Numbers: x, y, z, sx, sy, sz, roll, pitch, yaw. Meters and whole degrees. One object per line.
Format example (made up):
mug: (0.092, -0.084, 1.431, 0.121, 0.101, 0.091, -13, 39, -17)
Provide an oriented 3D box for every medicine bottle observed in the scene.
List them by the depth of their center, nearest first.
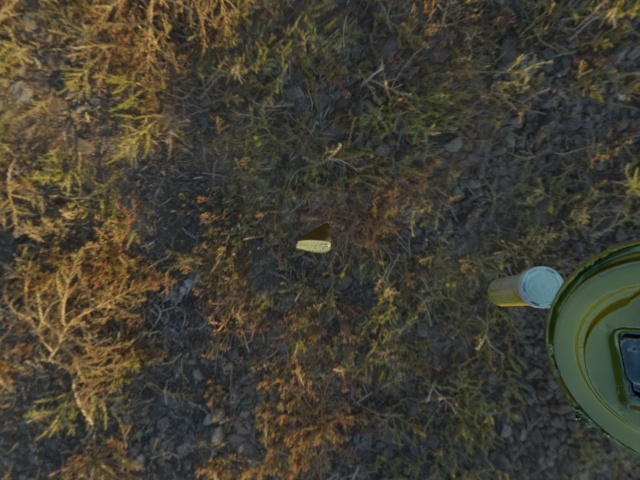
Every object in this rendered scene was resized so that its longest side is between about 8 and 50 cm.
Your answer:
medicine bottle: (0.393, 0.098, 0.845, 0.073, 0.218, 0.074, -1, 80, 5)

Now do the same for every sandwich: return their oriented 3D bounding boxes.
sandwich: (0.000, 0.000, 0.738, 0.044, 0.083, 0.031, 34, 136, 27)

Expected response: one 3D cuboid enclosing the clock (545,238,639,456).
clock: (0.326, 0.114, 0.396, 0.057, 0.237, 0.237, -13, 108, -43)
